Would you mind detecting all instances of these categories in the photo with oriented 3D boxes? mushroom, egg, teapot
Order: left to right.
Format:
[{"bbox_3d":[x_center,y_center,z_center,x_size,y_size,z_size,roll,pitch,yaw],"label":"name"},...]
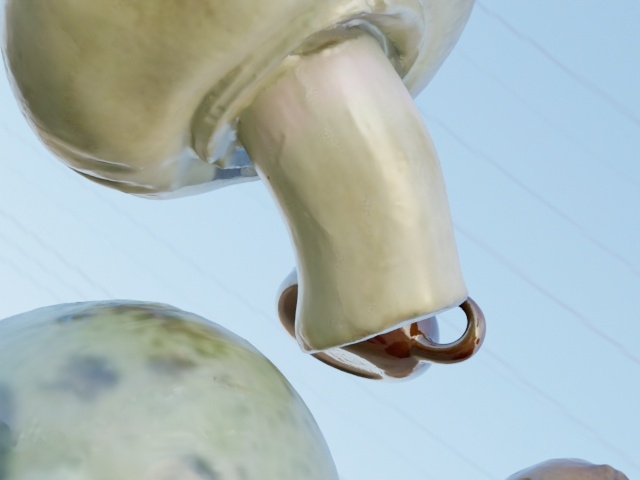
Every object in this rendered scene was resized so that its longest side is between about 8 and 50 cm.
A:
[{"bbox_3d":[-0.159,0.227,0.701,0.345,0.345,0.428,34,-65,12],"label":"egg"},{"bbox_3d":[-0.038,-0.125,0.797,0.315,0.315,0.356,11,-53,37],"label":"mushroom"},{"bbox_3d":[0.061,0.068,1.274,0.252,0.135,0.178,7,-19,38],"label":"teapot"}]

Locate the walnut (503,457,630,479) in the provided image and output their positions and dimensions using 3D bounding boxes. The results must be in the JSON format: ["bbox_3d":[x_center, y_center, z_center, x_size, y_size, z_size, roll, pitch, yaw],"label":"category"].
[{"bbox_3d":[0.200,0.361,1.179,0.209,0.209,0.336,37,-76,7],"label":"walnut"}]
